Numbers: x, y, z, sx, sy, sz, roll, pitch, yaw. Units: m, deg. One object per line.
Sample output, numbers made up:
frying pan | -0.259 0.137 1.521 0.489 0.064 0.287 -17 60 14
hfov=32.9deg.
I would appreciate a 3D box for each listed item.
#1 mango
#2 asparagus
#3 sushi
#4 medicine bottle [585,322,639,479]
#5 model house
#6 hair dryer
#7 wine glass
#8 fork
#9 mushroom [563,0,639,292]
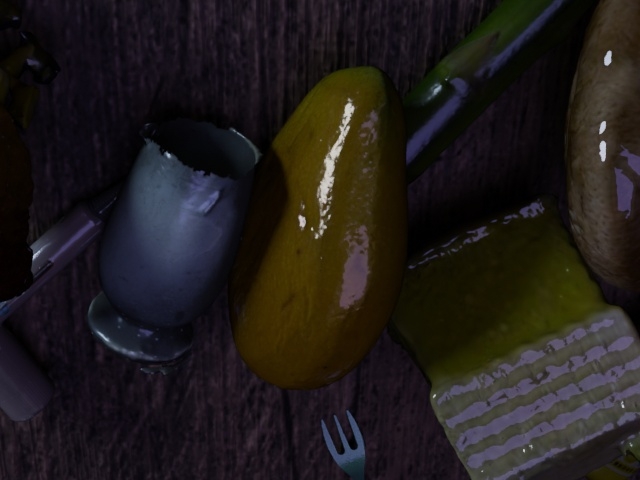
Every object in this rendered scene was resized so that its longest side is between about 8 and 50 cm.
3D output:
mango | 0.000 0.000 0.905 0.119 0.176 0.317 -2 119 -30
asparagus | 0.144 -0.154 0.916 0.277 0.060 0.067 -43 135 10
sushi | -0.305 -0.088 0.805 0.167 0.179 0.296 -36 98 35
medicine bottle | 0.323 0.135 1.083 0.121 0.122 0.212 32 109 -26
model house | 0.180 0.110 0.951 0.193 0.234 0.175 -26 143 1
hair dryer | -0.237 0.036 0.956 0.220 0.054 0.195 -31 121 -2
wine glass | -0.125 0.002 0.900 0.111 0.111 0.204 11 123 -18
fork | 0.052 0.277 1.164 0.039 0.021 0.235 -19 121 3
mushroom | 0.277 -0.091 0.891 0.278 0.146 0.278 -12 106 -50
